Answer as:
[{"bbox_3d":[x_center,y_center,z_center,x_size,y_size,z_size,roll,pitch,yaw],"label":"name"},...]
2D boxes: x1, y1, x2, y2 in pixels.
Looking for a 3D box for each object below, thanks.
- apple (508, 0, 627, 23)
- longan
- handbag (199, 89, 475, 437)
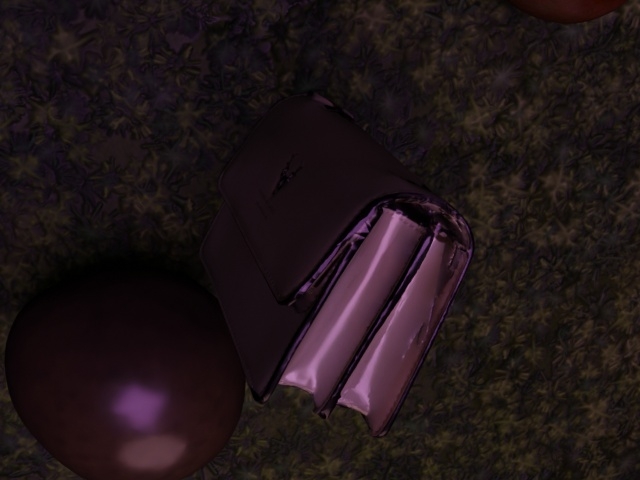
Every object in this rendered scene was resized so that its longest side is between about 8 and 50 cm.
[{"bbox_3d":[0.268,-0.327,1.014,0.188,0.174,0.188,-17,135,-18],"label":"apple"},{"bbox_3d":[-0.210,0.149,1.039,0.257,0.258,0.258,-7,115,-15],"label":"longan"},{"bbox_3d":[0.000,0.000,0.974,0.160,0.358,0.237,24,104,-24],"label":"handbag"}]
